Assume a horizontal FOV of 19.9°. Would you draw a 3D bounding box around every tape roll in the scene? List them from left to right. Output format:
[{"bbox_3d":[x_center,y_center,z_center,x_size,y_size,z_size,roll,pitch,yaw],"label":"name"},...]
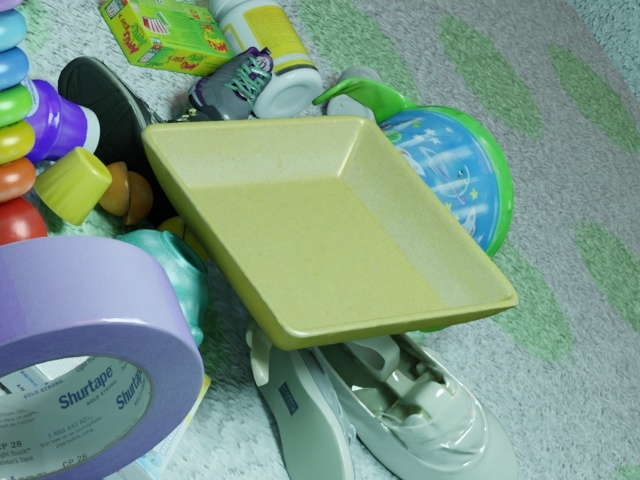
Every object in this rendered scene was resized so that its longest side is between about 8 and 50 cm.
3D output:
[{"bbox_3d":[-0.238,0.114,1.490,0.275,0.275,0.090,18,39,-48],"label":"tape roll"}]

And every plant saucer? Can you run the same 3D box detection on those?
[{"bbox_3d":[0.000,0.000,1.994,0.333,0.081,0.332,-6,45,-39],"label":"plant saucer"}]

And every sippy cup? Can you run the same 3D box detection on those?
[{"bbox_3d":[0.091,-0.046,2.324,0.305,0.240,0.224,34,28,28],"label":"sippy cup"}]

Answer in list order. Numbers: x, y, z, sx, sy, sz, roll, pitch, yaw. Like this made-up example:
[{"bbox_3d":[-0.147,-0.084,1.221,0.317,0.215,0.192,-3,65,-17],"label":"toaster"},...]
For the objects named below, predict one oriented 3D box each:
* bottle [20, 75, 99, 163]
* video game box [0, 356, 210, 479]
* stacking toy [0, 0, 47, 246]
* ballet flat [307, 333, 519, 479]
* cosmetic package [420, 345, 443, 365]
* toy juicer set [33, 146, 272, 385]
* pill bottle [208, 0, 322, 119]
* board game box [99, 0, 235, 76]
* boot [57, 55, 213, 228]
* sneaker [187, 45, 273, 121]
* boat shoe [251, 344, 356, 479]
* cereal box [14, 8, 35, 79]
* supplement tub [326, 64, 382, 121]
[{"bbox_3d":[-0.348,-0.137,1.868,0.283,0.092,0.118,17,47,-49],"label":"bottle"},{"bbox_3d":[-0.208,0.132,1.779,0.187,0.048,0.205,43,26,-8],"label":"video game box"},{"bbox_3d":[-0.326,-0.116,1.717,0.141,0.141,0.330,-38,123,-65],"label":"stacking toy"},{"bbox_3d":[0.081,0.160,2.085,0.400,0.139,0.139,44,26,-3],"label":"ballet flat"},{"bbox_3d":[0.129,0.192,2.219,0.041,0.060,0.115,23,34,-40],"label":"cosmetic package"},{"bbox_3d":[-0.161,0.043,1.948,0.329,0.089,0.209,47,10,10],"label":"toy juicer set"},{"bbox_3d":[-0.079,-0.259,2.454,0.103,0.103,0.184,9,47,-54],"label":"pill bottle"},{"bbox_3d":[-0.194,-0.265,2.348,0.181,0.043,0.092,2,53,-57],"label":"board game box"},{"bbox_3d":[-0.197,-0.126,2.111,0.236,0.085,0.178,53,23,-8],"label":"boot"},{"bbox_3d":[-0.105,-0.197,2.285,0.083,0.098,0.223,44,12,-14],"label":"sneaker"},{"bbox_3d":[0.000,0.197,1.983,0.081,0.079,0.227,16,38,-43],"label":"boat shoe"},{"bbox_3d":[-0.427,-0.262,1.966,0.240,0.047,0.173,24,33,-43],"label":"cereal box"},{"bbox_3d":[0.050,-0.201,2.620,0.071,0.071,0.107,43,25,-13],"label":"supplement tub"}]
